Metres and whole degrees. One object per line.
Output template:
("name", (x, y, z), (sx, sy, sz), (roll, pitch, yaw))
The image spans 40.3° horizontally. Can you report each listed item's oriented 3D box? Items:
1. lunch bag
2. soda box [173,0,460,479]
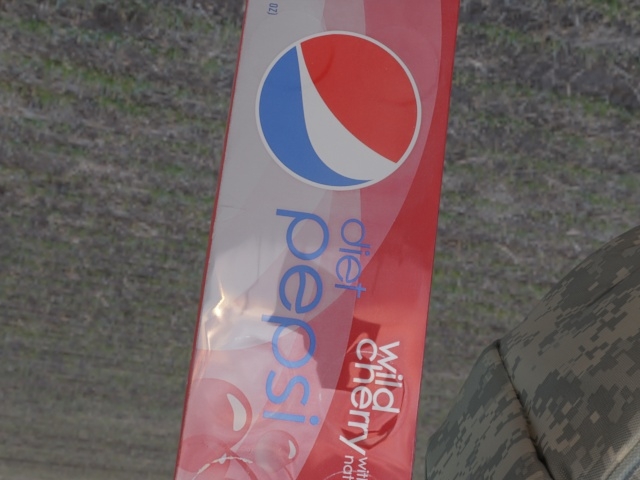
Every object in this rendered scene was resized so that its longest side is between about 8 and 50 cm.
("lunch bag", (0.204, 0.113, 0.471), (0.212, 0.256, 0.305), (29, -169, 2))
("soda box", (0.000, 0.000, 0.371), (0.092, 0.264, 0.083), (7, 168, -2))
